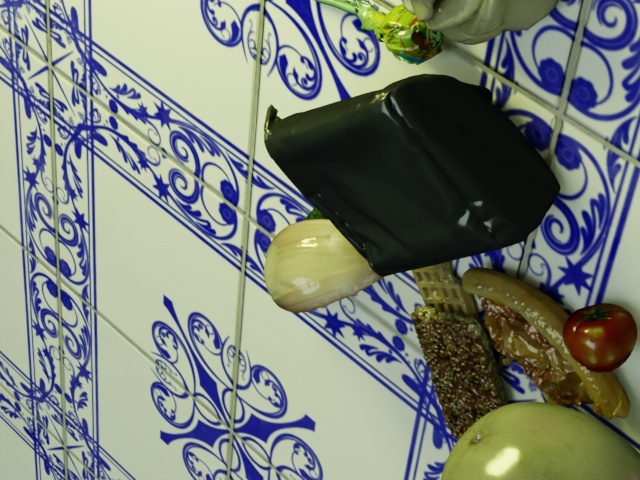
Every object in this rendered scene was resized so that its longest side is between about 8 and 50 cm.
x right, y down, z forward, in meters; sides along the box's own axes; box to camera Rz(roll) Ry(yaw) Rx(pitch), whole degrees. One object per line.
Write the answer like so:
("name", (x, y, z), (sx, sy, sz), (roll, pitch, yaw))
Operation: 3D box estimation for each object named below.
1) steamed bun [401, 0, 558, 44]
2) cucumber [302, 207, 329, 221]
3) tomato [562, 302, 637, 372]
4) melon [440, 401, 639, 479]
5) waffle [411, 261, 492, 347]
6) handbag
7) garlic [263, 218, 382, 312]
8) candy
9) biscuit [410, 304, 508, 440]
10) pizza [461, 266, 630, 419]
("steamed bun", (0.142, -0.315, 1.660), (0.211, 0.144, 0.218), (-3, 113, 52))
("cucumber", (-0.001, -0.001, 2.149), (0.077, 0.077, 0.265), (49, 143, 15))
("tomato", (0.334, 0.116, 1.794), (0.087, 0.087, 0.075), (9, 125, 49))
("melon", (0.297, 0.355, 1.850), (0.330, 0.268, 0.268), (48, 148, -13))
("waffle", (0.175, 0.088, 2.030), (0.092, 0.021, 0.135), (-1, 115, 54))
("handbag", (0.108, -0.106, 1.835), (0.275, 0.178, 0.302), (52, 150, -16))
("garlic", (0.005, 0.039, 2.044), (0.207, 0.115, 0.128), (-9, 124, 28))
("candy", (0.056, -0.280, 1.878), (0.262, 0.073, 0.077), (30, 158, 46))
("biscuit", (0.198, 0.194, 2.053), (0.131, 0.025, 0.231), (11, 131, 46))
("pizza", (0.278, 0.132, 1.900), (0.271, 0.056, 0.134), (50, 141, 14))
